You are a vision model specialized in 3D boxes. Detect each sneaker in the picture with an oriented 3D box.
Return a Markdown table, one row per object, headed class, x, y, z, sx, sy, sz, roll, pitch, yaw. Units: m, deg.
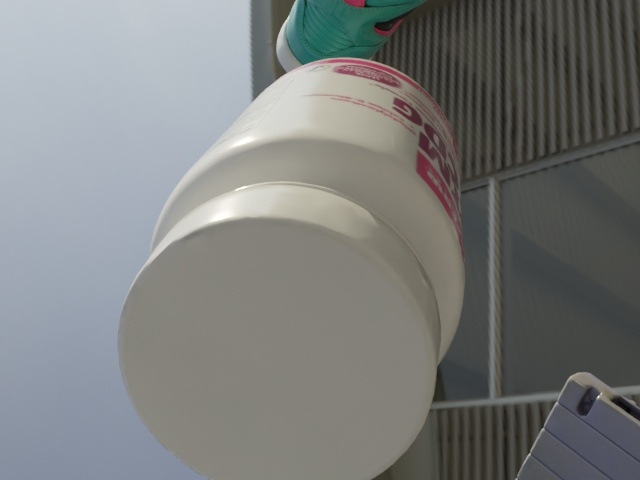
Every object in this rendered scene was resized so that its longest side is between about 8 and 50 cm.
| class | x | y | z | sx | sy | sz | roll | pitch | yaw |
| --- | --- | --- | --- | --- | --- | --- | --- | --- | --- |
| sneaker | 0.074 | -0.282 | 0.743 | 0.124 | 0.178 | 0.295 | 34 | -117 | -9 |

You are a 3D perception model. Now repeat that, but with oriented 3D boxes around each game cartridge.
| class | x | y | z | sx | sy | sz | roll | pitch | yaw |
| --- | --- | --- | --- | --- | --- | --- | --- | --- | --- |
| game cartridge | 0.368 | 0.332 | 0.874 | 0.068 | 0.355 | 0.230 | -5 | -58 | -44 |

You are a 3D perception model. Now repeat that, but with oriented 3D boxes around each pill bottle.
| class | x | y | z | sx | sy | sz | roll | pitch | yaw |
| --- | --- | --- | --- | --- | --- | --- | --- | --- | --- |
| pill bottle | 0.000 | 0.000 | 0.466 | 0.160 | 0.160 | 0.283 | 60 | -162 | -16 |
